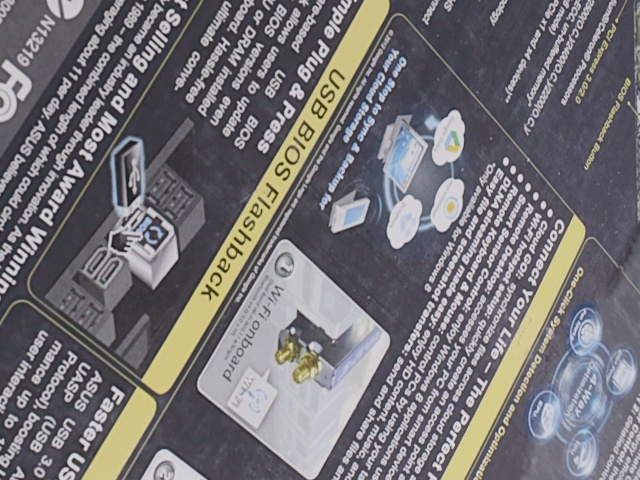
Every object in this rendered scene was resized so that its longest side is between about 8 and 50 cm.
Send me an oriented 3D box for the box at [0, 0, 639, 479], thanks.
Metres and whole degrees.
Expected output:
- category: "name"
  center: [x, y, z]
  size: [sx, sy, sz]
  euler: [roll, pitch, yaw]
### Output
- category: "box"
  center: [0.000, 0.000, 0.498]
  size: [0.318, 0.097, 0.395]
  euler: [42, 68, -36]
